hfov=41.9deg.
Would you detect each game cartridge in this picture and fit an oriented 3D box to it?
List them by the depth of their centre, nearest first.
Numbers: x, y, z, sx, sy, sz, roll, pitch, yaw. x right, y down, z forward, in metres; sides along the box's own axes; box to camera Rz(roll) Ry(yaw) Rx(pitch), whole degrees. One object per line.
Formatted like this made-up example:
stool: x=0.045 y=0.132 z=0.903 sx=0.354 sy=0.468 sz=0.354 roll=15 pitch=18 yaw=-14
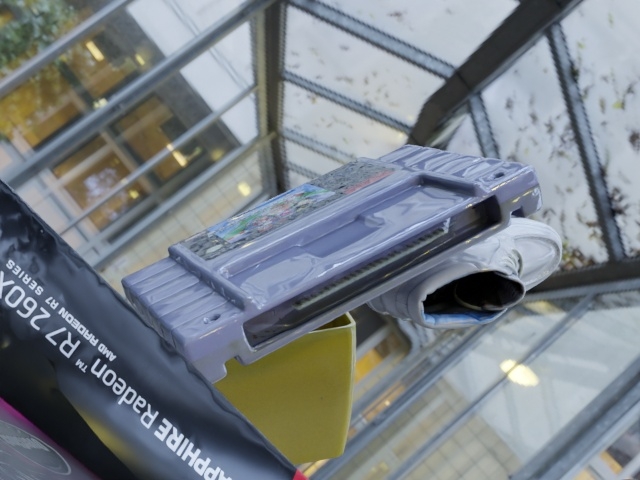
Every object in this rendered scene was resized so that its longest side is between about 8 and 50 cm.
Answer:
game cartridge: x=0.000 y=0.000 z=0.796 sx=0.230 sy=0.355 sz=0.068 roll=29 pitch=-39 yaw=58

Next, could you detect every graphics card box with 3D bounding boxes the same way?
graphics card box: x=-0.189 y=0.086 z=0.530 sx=0.233 sy=0.094 sz=0.371 roll=-4 pitch=-47 yaw=45

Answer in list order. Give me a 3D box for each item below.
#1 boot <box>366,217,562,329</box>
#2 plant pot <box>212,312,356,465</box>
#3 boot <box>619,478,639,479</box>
boot: x=0.177 y=0.042 z=0.867 sx=0.123 sy=0.258 sz=0.095 roll=27 pitch=-55 yaw=60
plant pot: x=-0.060 y=0.192 z=1.132 sx=0.212 sy=0.212 sz=0.187 roll=-127 pitch=-151 yaw=-78
boot: x=0.396 y=0.343 z=0.887 sx=0.137 sy=0.077 sz=0.197 roll=18 pitch=42 yaw=-50
